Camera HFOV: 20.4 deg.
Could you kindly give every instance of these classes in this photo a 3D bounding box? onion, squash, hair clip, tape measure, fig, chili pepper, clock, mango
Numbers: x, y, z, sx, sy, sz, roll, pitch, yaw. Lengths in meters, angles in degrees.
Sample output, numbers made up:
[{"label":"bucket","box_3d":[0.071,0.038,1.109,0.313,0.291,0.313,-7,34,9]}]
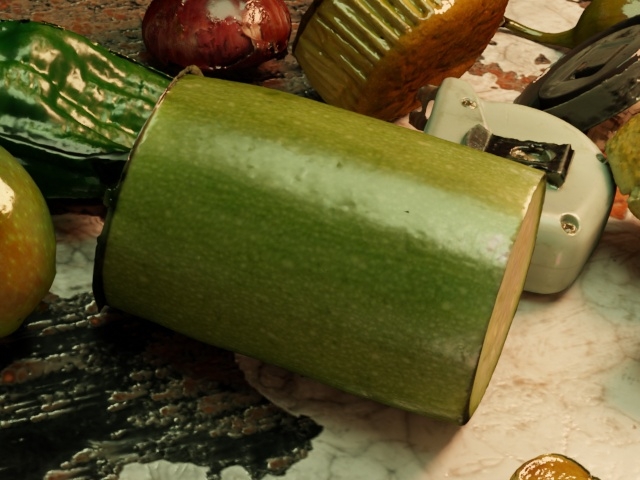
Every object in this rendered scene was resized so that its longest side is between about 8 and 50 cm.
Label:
[{"label":"onion","box_3d":[-0.123,-0.272,2.106,0.184,0.147,0.184,-3,30,2]},{"label":"squash","box_3d":[0.000,0.000,1.702,0.384,0.263,0.263,18,39,10]},{"label":"hair clip","box_3d":[0.391,-0.167,2.177,0.034,0.072,0.226,38,36,17]},{"label":"tape measure","box_3d":[0.198,-0.064,1.936,0.246,0.125,0.243,14,38,6]},{"label":"fig","box_3d":[0.336,-0.264,2.259,0.236,0.124,0.124,0,32,27]},{"label":"chili pepper","box_3d":[-0.301,-0.121,1.868,0.385,0.167,0.213,10,52,-20]},{"label":"clock","box_3d":[0.332,-0.193,2.082,0.049,0.226,0.226,57,41,-13]},{"label":"mango","box_3d":[-0.423,-0.038,1.656,0.382,0.225,0.201,27,63,3]}]

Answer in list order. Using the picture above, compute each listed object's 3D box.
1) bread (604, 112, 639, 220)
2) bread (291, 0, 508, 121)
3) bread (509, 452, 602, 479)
[{"label":"bread","box_3d":[0.426,-0.039,1.914,0.257,0.124,0.186,44,32,-5]},{"label":"bread","box_3d":[0.099,-0.245,2.064,0.142,0.227,0.253,46,39,18]},{"label":"bread","box_3d":[0.225,0.241,1.639,0.110,0.024,0.110,6,38,-5]}]
